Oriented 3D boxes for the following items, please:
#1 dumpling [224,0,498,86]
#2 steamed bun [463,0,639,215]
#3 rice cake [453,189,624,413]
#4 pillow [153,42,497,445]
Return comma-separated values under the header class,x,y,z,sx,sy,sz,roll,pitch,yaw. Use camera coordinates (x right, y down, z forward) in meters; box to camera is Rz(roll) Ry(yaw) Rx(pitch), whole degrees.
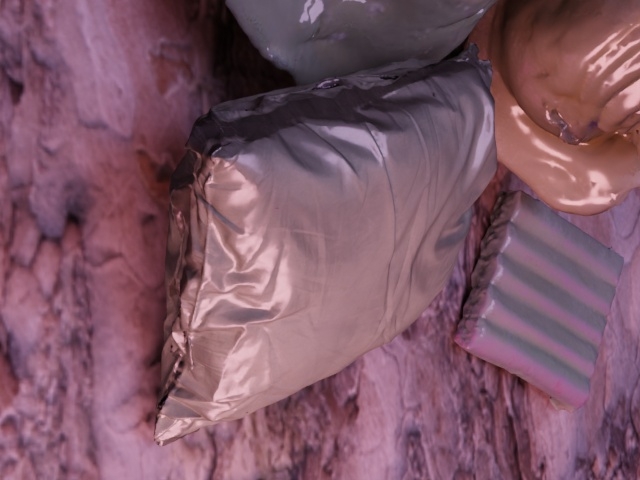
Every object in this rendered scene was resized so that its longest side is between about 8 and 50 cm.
class,x,y,z,sx,sy,sz,roll,pitch,yaw
dumpling,0.035,-0.253,1.196,0.270,0.212,0.320,-33,108,-1
steamed bun,0.263,-0.207,1.384,0.247,0.339,0.352,35,49,9
rice cake,0.216,0.058,1.493,0.198,0.037,0.189,38,62,-39
pillow,0.000,0.000,1.161,0.310,0.138,0.283,-23,140,-42
